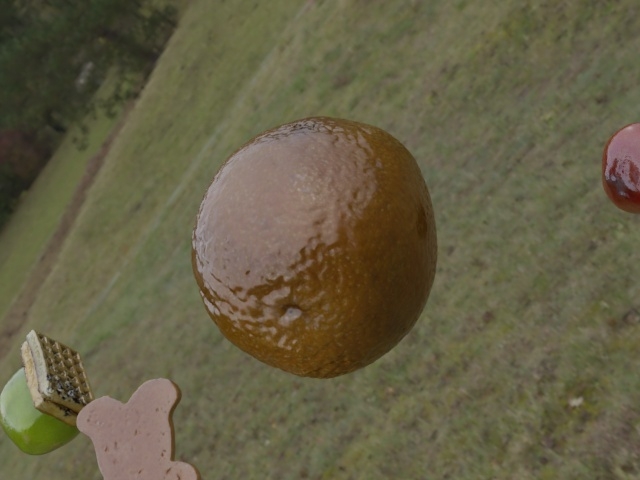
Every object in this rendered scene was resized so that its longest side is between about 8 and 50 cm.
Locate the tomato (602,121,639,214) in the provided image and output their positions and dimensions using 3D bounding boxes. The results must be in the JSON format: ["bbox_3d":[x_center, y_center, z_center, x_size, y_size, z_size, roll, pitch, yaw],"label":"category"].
[{"bbox_3d":[0.485,-0.103,1.568,0.069,0.155,0.155,-23,18,-19],"label":"tomato"}]

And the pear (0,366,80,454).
[{"bbox_3d":[-0.582,0.354,2.105,0.219,0.187,0.187,-52,23,26],"label":"pear"}]

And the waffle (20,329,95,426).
[{"bbox_3d":[-0.385,0.204,1.476,0.042,0.102,0.148,-44,40,8],"label":"waffle"}]

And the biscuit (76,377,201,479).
[{"bbox_3d":[-0.236,0.314,1.314,0.165,0.036,0.250,-18,66,6],"label":"biscuit"}]

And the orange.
[{"bbox_3d":[0.000,0.000,1.313,0.322,0.322,0.357,-36,13,32],"label":"orange"}]
